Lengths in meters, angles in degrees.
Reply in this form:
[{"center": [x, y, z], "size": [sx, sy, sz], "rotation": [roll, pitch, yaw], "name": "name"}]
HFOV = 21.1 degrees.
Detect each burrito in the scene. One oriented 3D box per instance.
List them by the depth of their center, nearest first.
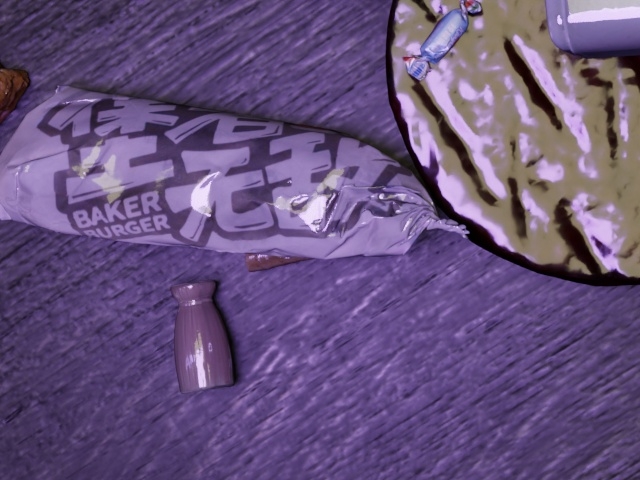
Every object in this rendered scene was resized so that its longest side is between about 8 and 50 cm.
[{"center": [-0.079, -0.054, 1.541], "size": [0.445, 0.101, 0.139], "rotation": [7, 69, 16], "name": "burrito"}]

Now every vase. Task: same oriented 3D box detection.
[{"center": [-0.111, 0.088, 1.585], "size": [0.053, 0.053, 0.101], "rotation": [-9, 86, 9], "name": "vase"}]

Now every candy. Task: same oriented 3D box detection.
[{"center": [0.102, -0.175, 1.470], "size": [0.030, 0.020, 0.083], "rotation": [38, 95, 3], "name": "candy"}]

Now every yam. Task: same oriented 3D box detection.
[{"center": [0.000, 0.000, 1.576], "size": [0.145, 0.032, 0.032], "rotation": [-15, 89, 10], "name": "yam"}]

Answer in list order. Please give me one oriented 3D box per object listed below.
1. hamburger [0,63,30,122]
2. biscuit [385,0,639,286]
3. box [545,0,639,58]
[{"center": [-0.405, -0.097, 1.591], "size": [0.124, 0.131, 0.262], "rotation": [43, 93, 4], "name": "hamburger"}, {"center": [0.260, -0.160, 1.503], "size": [0.407, 0.091, 0.407], "rotation": [0, 91, 7], "name": "biscuit"}, {"center": [0.266, -0.291, 1.377], "size": [0.182, 0.175, 0.312], "rotation": [-5, 91, 16], "name": "box"}]
